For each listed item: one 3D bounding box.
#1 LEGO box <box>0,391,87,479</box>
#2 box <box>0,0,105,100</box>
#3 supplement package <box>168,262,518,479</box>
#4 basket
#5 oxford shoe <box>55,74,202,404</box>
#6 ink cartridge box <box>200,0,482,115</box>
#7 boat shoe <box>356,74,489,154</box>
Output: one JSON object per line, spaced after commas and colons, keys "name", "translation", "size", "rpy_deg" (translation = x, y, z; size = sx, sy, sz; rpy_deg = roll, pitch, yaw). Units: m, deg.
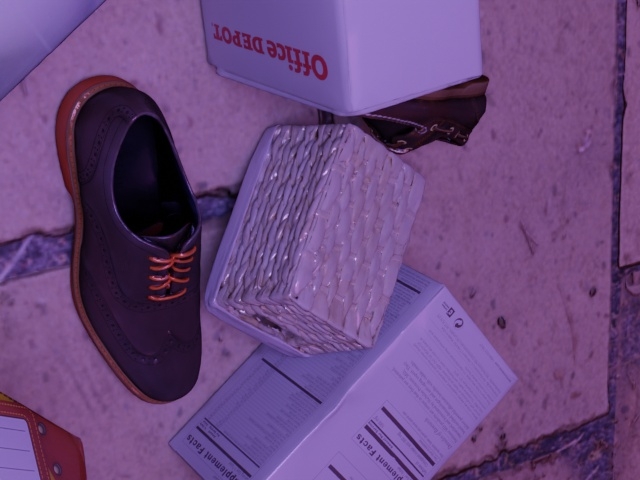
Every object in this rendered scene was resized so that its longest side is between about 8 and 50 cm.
{"name": "LEGO box", "translation": [-0.404, 0.153, 0.636], "size": [0.373, 0.193, 0.500], "rpy_deg": [-25, 142, 15]}
{"name": "box", "translation": [-0.303, -0.182, 0.704], "size": [0.294, 0.183, 0.296], "rpy_deg": [-49, 126, -16]}
{"name": "supplement package", "translation": [0.019, 0.145, 1.101], "size": [0.244, 0.139, 0.134], "rpy_deg": [-46, 123, -9]}
{"name": "basket", "translation": [0.000, 0.000, 1.032], "size": [0.113, 0.103, 0.167], "rpy_deg": [33, 67, -36]}
{"name": "oxford shoe", "translation": [-0.134, 0.015, 0.985], "size": [0.097, 0.098, 0.271], "rpy_deg": [-23, 117, -25]}
{"name": "ink cartridge box", "translation": [-0.001, -0.254, 0.912], "size": [0.122, 0.211, 0.289], "rpy_deg": [-19, 116, -28]}
{"name": "boat shoe", "translation": [0.075, -0.103, 1.060], "size": [0.207, 0.073, 0.073], "rpy_deg": [-6, 118, -54]}
